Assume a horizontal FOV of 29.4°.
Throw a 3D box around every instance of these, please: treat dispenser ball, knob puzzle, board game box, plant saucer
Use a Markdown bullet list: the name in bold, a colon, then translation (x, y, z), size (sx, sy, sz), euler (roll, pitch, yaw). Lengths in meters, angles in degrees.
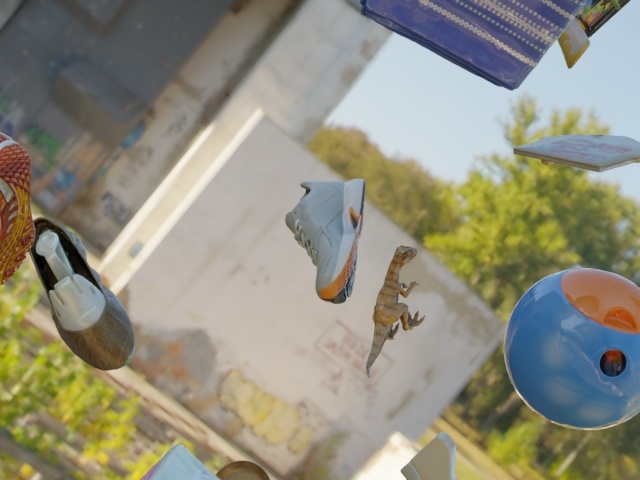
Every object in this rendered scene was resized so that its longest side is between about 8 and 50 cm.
- **treat dispenser ball**: translation (0.469, 0.192, 2.159), size (0.288, 0.288, 0.288), euler (39, -1, 0)
- **knob puzzle**: translation (0.435, -0.138, 1.957), size (0.213, 0.030, 0.213), euler (-1, 18, 0)
- **board game box**: translation (0.416, -0.405, 1.934), size (0.048, 0.141, 0.170), euler (43, 4, -37)
- **plant saucer**: translation (-0.103, 0.331, 1.600), size (0.083, 0.083, 0.015), euler (39, -10, 15)

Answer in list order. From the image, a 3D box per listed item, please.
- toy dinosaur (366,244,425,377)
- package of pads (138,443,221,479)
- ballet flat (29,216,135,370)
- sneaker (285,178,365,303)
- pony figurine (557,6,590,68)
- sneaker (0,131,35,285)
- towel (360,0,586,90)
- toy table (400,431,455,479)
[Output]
- **toy dinosaur**: translation (0.091, 0.110, 1.704), size (0.064, 0.211, 0.112), euler (1, -25, 31)
- **package of pads**: translation (-0.225, 0.362, 1.356), size (0.101, 0.229, 0.296), euler (43, 3, 0)
- **ballet flat**: translation (-0.414, 0.074, 2.031), size (0.342, 0.116, 0.124), euler (56, -5, 41)
- **sneaker**: translation (0.000, 0.000, 1.890), size (0.121, 0.099, 0.262), euler (5, 38, 4)
- **pony figurine**: translation (0.300, -0.468, 1.691), size (0.363, 0.303, 0.351), euler (38, -45, 2)
- **sneaker**: translation (-0.302, -0.029, 1.120), size (0.067, 0.175, 0.064), euler (32, 36, 26)
- **towel**: translation (0.224, -0.344, 1.391), size (0.243, 0.336, 0.040), euler (26, 31, -19)
- **toy table**: translation (0.164, 0.432, 1.917), size (0.161, 0.274, 0.252), euler (48, 15, 10)
